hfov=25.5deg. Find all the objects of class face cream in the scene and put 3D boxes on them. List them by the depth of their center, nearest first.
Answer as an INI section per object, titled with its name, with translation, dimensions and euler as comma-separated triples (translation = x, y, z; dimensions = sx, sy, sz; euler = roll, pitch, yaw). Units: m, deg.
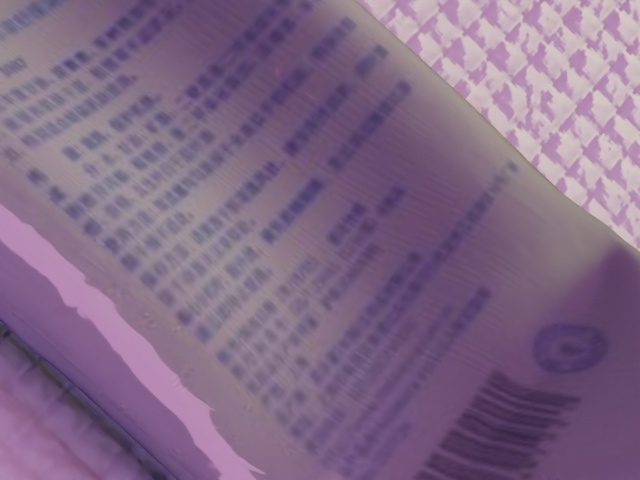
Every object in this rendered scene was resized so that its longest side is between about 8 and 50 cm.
[face cream]
translation = 0.000, 0.000, 0.517
dimensions = 0.420, 0.137, 0.235
euler = 43, 50, 0
